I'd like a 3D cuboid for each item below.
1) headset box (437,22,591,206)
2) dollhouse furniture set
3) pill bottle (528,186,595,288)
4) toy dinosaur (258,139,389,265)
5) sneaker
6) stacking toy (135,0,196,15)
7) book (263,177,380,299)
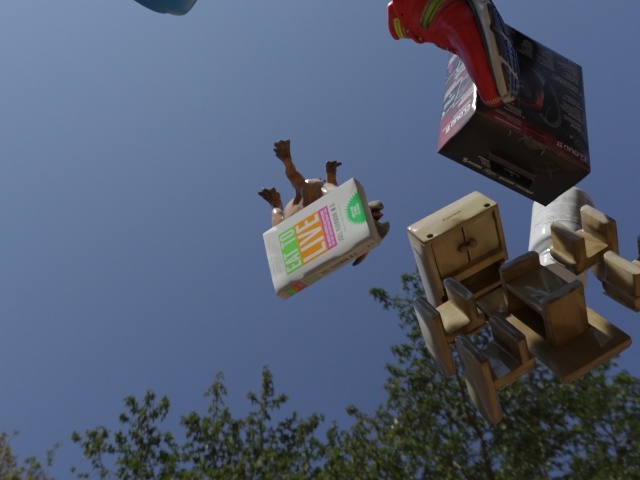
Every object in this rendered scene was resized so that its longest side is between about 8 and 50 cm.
[{"bbox_3d":[0.318,-0.209,1.060,0.218,0.110,0.293,23,-128,-14],"label":"headset box"},{"bbox_3d":[0.209,0.075,0.683,0.212,0.242,0.161,-27,-58,-9],"label":"dollhouse furniture set"},{"bbox_3d":[0.505,0.003,1.345,0.131,0.229,0.131,12,-43,12],"label":"pill bottle"},{"bbox_3d":[-0.019,-0.018,0.984,0.127,0.296,0.200,-1,-113,-19],"label":"toy dinosaur"},{"bbox_3d":[0.142,-0.264,0.765,0.118,0.107,0.279,-31,-110,23],"label":"sneaker"},{"bbox_3d":[-0.201,-0.484,0.946,0.175,0.302,0.166,32,-46,-16],"label":"stacking toy"},{"bbox_3d":[0.000,0.000,0.790,0.144,0.096,0.035,-32,-42,22],"label":"book"}]
